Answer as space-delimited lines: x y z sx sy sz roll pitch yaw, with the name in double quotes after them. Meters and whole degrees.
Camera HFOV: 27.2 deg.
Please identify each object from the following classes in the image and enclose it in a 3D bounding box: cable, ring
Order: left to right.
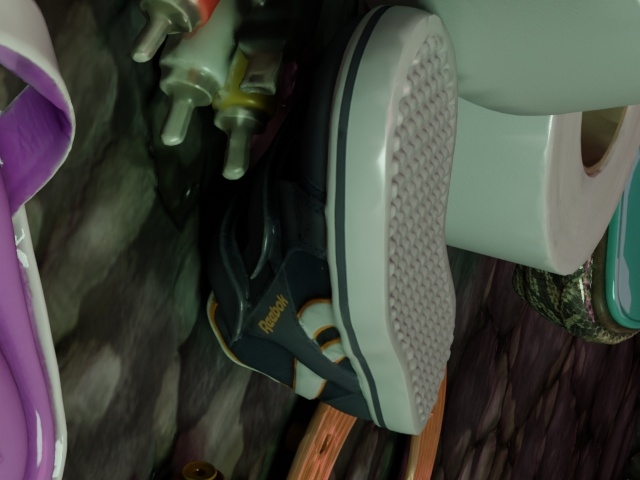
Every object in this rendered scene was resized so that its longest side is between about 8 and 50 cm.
-0.027 -0.180 0.653 0.139 0.072 0.287 57 39 -53 "cable"
0.022 0.205 1.028 0.336 0.032 0.337 15 90 -69 "ring"

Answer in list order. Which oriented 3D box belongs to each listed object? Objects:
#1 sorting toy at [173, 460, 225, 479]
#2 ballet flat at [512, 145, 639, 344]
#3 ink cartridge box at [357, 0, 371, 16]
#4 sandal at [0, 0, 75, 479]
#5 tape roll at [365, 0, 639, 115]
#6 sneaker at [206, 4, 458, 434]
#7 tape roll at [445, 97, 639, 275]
-0.076 0.153 0.718 0.102 0.061 0.042 -82 176 -64 "sorting toy"
0.249 -0.157 1.148 0.164 0.182 0.483 4 101 -41 "ballet flat"
0.111 -0.150 0.965 0.311 0.065 0.186 -34 134 -55 "ink cartridge box"
-0.131 -0.024 0.409 0.169 0.102 0.416 -57 152 -37 "sandal"
0.148 -0.185 0.621 0.246 0.169 0.246 0 91 -30 "tape roll"
0.000 0.000 0.691 0.321 0.127 0.126 84 26 -55 "sneaker"
0.148 -0.126 0.863 0.286 0.100 0.286 -44 142 -49 "tape roll"
